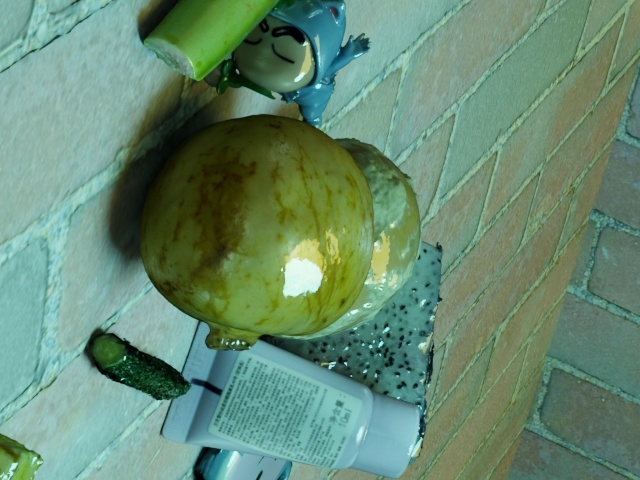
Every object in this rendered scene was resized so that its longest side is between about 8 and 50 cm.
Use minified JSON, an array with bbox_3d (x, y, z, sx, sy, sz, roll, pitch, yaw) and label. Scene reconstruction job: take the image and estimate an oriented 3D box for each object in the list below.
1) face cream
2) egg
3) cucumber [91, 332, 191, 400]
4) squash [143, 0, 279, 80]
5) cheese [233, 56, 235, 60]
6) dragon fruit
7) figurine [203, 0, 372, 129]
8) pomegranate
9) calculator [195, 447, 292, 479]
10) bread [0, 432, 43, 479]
[{"bbox_3d":[-0.029,0.193,2.151,0.096,0.273,0.154,-103,-147,-69],"label":"face cream"},{"bbox_3d":[0.000,0.000,2.056,0.245,0.203,0.203,-47,158,-19],"label":"egg"},{"bbox_3d":[-0.181,0.136,1.962,0.044,0.043,0.256,-59,163,-4],"label":"cucumber"},{"bbox_3d":[-0.070,-0.239,1.726,0.250,0.083,0.083,-53,159,-27],"label":"squash"},{"bbox_3d":[-0.057,-0.183,1.903,0.083,0.030,0.044,2,105,-58],"label":"cheese"},{"bbox_3d":[0.025,0.128,2.323,0.221,0.204,0.283,166,-68,-82],"label":"dragon fruit"},{"bbox_3d":[-0.035,-0.167,1.831,0.144,0.114,0.178,-40,152,-19],"label":"figurine"},{"bbox_3d":[-0.061,-0.005,1.826,0.248,0.248,0.248,-55,160,-31],"label":"pomegranate"},{"bbox_3d":[-0.095,0.293,2.421,0.173,0.051,0.293,-58,161,-27],"label":"calculator"},{"bbox_3d":[-0.337,0.224,1.387,0.234,0.184,0.110,-67,166,0],"label":"bread"}]
